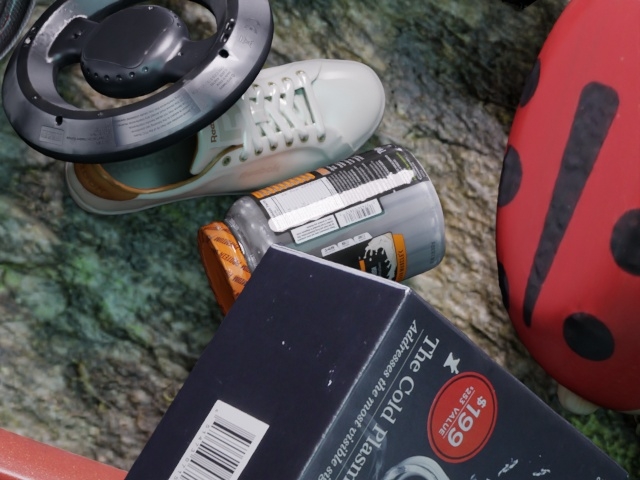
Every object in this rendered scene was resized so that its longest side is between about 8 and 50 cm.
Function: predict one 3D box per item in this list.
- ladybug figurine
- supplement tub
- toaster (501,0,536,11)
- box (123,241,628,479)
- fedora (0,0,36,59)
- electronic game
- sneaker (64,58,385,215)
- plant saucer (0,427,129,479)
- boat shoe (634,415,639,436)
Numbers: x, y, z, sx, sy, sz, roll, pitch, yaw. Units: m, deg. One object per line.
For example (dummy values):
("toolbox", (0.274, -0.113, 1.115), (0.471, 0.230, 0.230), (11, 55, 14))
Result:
("ladybug figurine", (0.266, -0.060, 1.098), (0.162, 0.305, 0.449), (4, 106, -38))
("supplement tub", (0.000, 0.000, 1.139), (0.190, 0.117, 0.117), (-21, 91, -15))
("toaster", (0.144, -0.291, 1.175), (0.186, 0.168, 0.110), (16, 79, -14))
("box", (0.022, 0.235, 1.036), (0.312, 0.179, 0.343), (39, 76, -37))
("fedora", (-0.341, -0.253, 1.064), (0.244, 0.124, 0.275), (-8, 88, -16))
("electronic game", (-0.148, -0.150, 1.081), (0.229, 0.229, 0.048), (-38, 138, -14))
("sneaker", (-0.065, -0.087, 1.126), (0.290, 0.123, 0.105), (-20, 89, -17))
("plant saucer", (-0.268, 0.279, 1.045), (0.259, 0.048, 0.258), (19, 83, 2))
("boat shoe", (0.330, 0.140, 1.223), (0.120, 0.122, 0.324), (17, 73, -8))
